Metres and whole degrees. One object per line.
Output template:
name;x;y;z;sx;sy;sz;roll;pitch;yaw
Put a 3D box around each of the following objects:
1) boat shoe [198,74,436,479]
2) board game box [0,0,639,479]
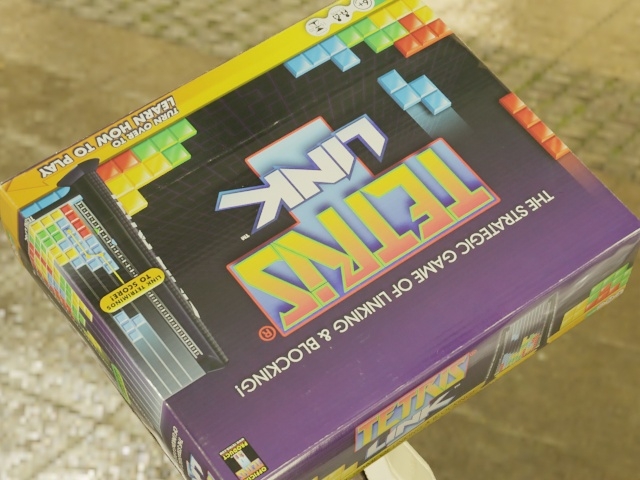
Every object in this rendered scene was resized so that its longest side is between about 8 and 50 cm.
boat shoe;-0.020;0.078;0.808;0.097;0.324;0.116;-25;4;7
board game box;0.000;0.000;0.551;0.170;0.048;0.141;-32;63;-21
